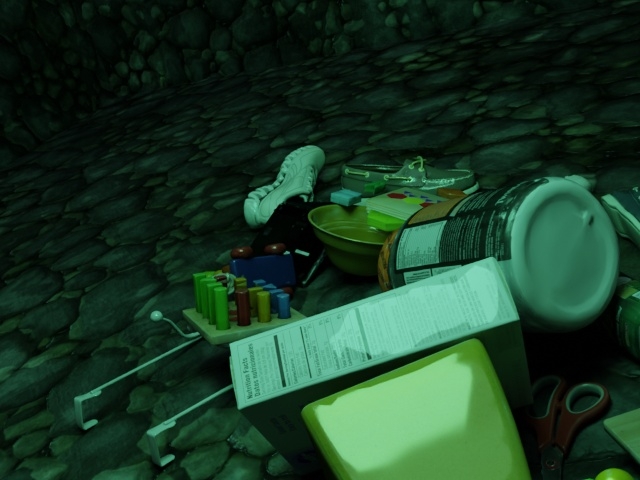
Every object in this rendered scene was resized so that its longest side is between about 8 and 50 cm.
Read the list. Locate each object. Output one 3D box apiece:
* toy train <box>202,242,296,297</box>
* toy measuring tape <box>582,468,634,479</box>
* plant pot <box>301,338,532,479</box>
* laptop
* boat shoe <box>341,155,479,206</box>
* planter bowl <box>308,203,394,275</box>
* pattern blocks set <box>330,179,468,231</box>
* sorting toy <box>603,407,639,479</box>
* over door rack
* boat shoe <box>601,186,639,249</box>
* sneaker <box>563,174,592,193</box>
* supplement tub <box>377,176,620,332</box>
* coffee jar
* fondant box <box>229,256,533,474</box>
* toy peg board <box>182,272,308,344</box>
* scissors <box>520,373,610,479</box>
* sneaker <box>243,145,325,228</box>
[{"bbox_3d":[-0.176,0.072,1.478,0.143,0.105,0.248,-12,-4,42],"label":"toy train"},{"bbox_3d":[0.234,0.360,0.713,0.121,0.121,0.330,5,51,40],"label":"toy measuring tape"},{"bbox_3d":[0.126,0.270,0.846,0.212,0.212,0.187,-21,39,-6],"label":"plant pot"},{"bbox_3d":[0.000,0.000,1.689,0.234,0.136,0.264,14,66,50],"label":"laptop"},{"bbox_3d":[0.186,-0.131,1.721,0.305,0.091,0.109,-3,17,23],"label":"boat shoe"},{"bbox_3d":[0.078,0.008,1.493,0.217,0.090,0.217,8,19,-3],"label":"planter bowl"},{"bbox_3d":[0.195,-0.058,1.532,0.285,0.026,0.325,-14,27,-39],"label":"pattern blocks set"},{"bbox_3d":[0.416,0.231,0.883,0.274,0.046,0.132,-16,24,-9],"label":"sorting toy"},{"bbox_3d":[-0.225,0.202,1.315,0.239,0.108,0.324,7,35,44],"label":"over door rack"},{"bbox_3d":[0.535,-0.026,1.292,0.079,0.095,0.254,-26,15,9],"label":"boat shoe"},{"bbox_3d":[0.419,-0.032,1.410,0.235,0.090,0.095,-37,43,-27],"label":"sneaker"},{"bbox_3d":[0.240,0.033,1.164,0.207,0.207,0.338,-32,9,-27],"label":"supplement tub"},{"bbox_3d":[0.417,0.092,1.120,0.079,0.096,0.184,-21,24,-11],"label":"coffee jar"},{"bbox_3d":[0.085,0.167,0.991,0.330,0.238,0.096,-18,52,7],"label":"fondant box"},{"bbox_3d":[-0.125,0.095,1.282,0.160,0.079,0.161,-9,14,-24],"label":"toy peg board"},{"bbox_3d":[0.272,0.262,0.967,0.109,0.021,0.297,0,32,33],"label":"scissors"},{"bbox_3d":[-0.056,-0.121,1.884,0.118,0.110,0.292,9,44,32],"label":"sneaker"}]
